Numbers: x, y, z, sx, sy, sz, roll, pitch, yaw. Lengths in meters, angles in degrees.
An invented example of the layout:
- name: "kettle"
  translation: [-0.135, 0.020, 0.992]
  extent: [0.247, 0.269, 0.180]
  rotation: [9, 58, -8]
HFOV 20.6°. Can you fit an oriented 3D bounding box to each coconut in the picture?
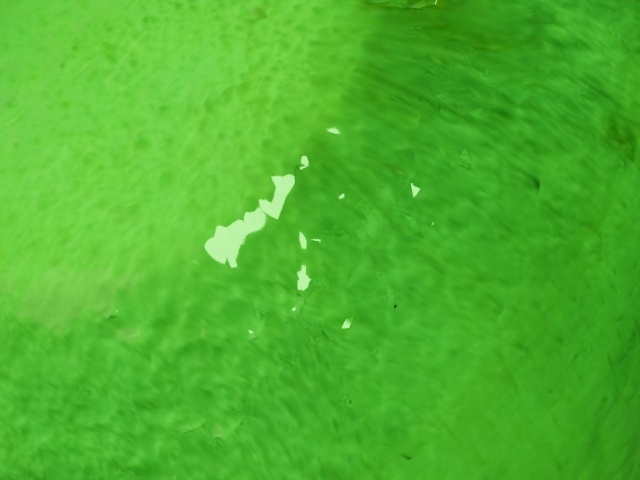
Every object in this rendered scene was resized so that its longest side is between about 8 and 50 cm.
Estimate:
- name: "coconut"
  translation: [0.000, 0.000, 0.623]
  extent: [0.281, 0.328, 0.329]
  rotation: [-13, 85, 14]
